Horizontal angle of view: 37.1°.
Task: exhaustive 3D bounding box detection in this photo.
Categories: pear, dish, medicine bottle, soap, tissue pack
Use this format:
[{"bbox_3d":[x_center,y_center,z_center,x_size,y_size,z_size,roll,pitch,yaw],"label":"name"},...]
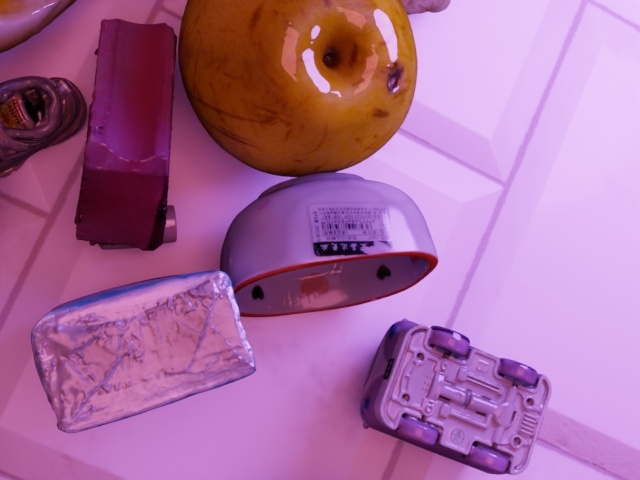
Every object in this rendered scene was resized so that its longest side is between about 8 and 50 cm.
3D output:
[{"bbox_3d":[-0.022,-0.202,1.052,0.281,0.281,0.280,1,87,-14],"label":"pear"},{"bbox_3d":[0.000,0.000,1.072,0.256,0.256,0.117,-6,73,-14],"label":"dish"},{"bbox_3d":[-0.213,-0.017,1.105,0.089,0.052,0.052,-3,88,-14],"label":"medicine bottle"},{"bbox_3d":[-0.213,-0.134,1.054,0.099,0.162,0.250,3,55,-10],"label":"soap"},{"bbox_3d":[-0.189,0.105,0.992,0.201,0.271,0.124,-13,89,-15],"label":"tissue pack"}]

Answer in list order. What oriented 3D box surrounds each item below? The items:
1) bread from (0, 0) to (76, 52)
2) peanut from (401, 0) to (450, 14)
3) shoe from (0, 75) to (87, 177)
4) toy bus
[{"bbox_3d":[-0.332,-0.399,0.954,0.245,0.329,0.424,29,77,-3],"label":"bread"},{"bbox_3d":[0.066,-0.340,1.176,0.214,0.090,0.098,23,52,-13],"label":"peanut"},{"bbox_3d":[-0.346,-0.127,1.058,0.180,0.092,0.089,-27,93,-13],"label":"shoe"},{"bbox_3d":[0.151,0.187,1.137,0.202,0.142,0.142,24,81,-12],"label":"toy bus"}]
